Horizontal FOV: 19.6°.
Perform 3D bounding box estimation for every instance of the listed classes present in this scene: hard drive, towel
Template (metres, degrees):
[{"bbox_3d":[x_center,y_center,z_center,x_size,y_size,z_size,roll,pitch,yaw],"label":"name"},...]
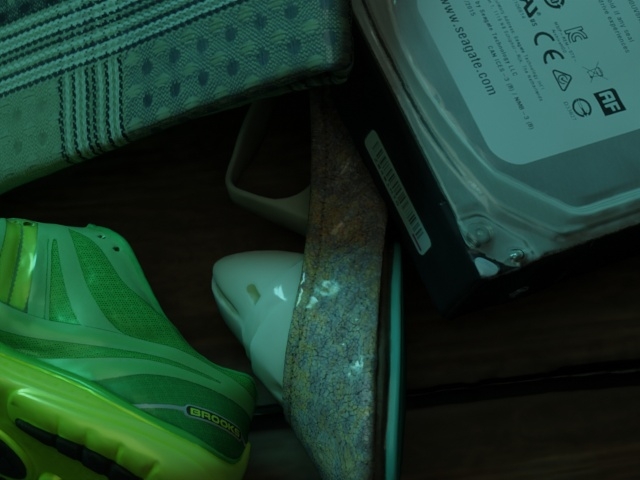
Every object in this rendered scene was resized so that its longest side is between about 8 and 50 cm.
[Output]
[{"bbox_3d":[0.163,-0.116,0.979,0.339,0.064,0.237,-16,72,-26],"label":"hard drive"},{"bbox_3d":[-0.124,-0.182,0.974,0.324,0.056,0.312,-15,71,31],"label":"towel"}]

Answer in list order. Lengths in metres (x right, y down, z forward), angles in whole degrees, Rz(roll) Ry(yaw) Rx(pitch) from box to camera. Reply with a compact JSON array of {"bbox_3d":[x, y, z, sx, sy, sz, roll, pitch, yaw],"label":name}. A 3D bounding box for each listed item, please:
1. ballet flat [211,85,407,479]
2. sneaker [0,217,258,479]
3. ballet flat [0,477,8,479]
[{"bbox_3d":[0.000,0.000,0.971,0.106,0.107,0.316,4,61,4],"label":"ballet flat"},{"bbox_3d":[-0.161,0.039,0.932,0.295,0.109,0.123,36,42,0],"label":"sneaker"},{"bbox_3d":[-0.165,0.122,0.953,0.041,0.041,0.114,-26,75,-10],"label":"ballet flat"}]
